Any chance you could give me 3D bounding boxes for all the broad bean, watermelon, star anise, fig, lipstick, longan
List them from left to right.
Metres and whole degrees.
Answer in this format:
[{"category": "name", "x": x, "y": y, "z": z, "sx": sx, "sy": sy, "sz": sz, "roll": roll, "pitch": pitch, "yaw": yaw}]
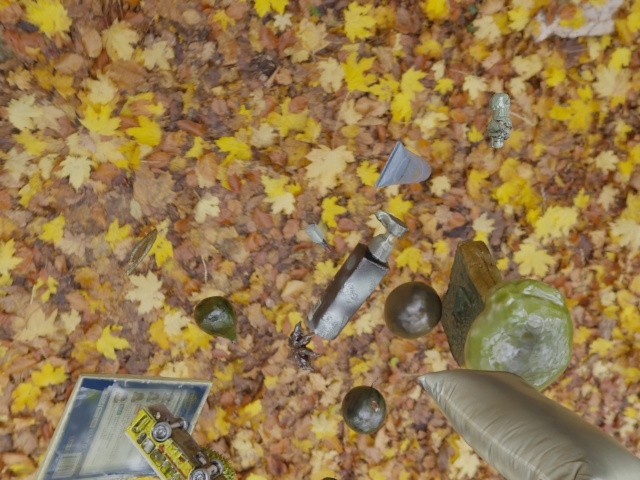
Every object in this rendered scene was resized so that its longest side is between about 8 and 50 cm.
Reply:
[{"category": "fig", "x": -0.281, "y": 0.229, "z": 1.536, "sx": 0.117, "sy": 0.117, "sz": 0.177, "roll": -41, "pitch": 137, "yaw": -11}, {"category": "star anise", "x": -0.052, "y": 0.290, "z": 1.460, "sx": 0.042, "sy": 0.141, "sz": 0.140, "roll": -11, "pitch": 105, "yaw": -34}, {"category": "lipstick", "x": 0.000, "y": 0.000, "z": 1.344, "sx": 0.107, "sy": 0.025, "sz": 0.025, "roll": 51, "pitch": 40, "yaw": -40}, {"category": "watermelon", "x": 0.104, "y": 0.375, "z": 1.246, "sx": 0.105, "sy": 0.105, "sz": 0.133, "roll": 38, "pitch": 64, "yaw": -24}, {"category": "longan", "x": 0.273, "y": 0.210, "z": 1.619, "sx": 0.168, "sy": 0.167, "sz": 0.187, "roll": 3, "pitch": 134, "yaw": -23}, {"category": "broad bean", "x": 0.409, "y": 0.205, "z": 1.121, "sx": 0.238, "sy": 0.119, "sz": 0.291, "roll": -21, "pitch": 120, "yaw": -5}]

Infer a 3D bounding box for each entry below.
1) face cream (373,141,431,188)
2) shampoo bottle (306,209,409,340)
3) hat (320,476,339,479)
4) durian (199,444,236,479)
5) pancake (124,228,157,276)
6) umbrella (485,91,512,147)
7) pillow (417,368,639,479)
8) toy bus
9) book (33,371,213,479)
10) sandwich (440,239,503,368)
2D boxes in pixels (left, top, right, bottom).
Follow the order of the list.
[{"category": "face cream", "x": 0.244, "y": -0.209, "z": 1.568, "sx": 0.086, "sy": 0.385, "sz": 0.135, "roll": 32, "pitch": 106, "yaw": 18}, {"category": "shampoo bottle", "x": 0.053, "y": 0.051, "z": 0.790, "sx": 0.064, "sy": 0.057, "sz": 0.207, "roll": 25, "pitch": 111, "yaw": -24}, {"category": "hat", "x": 0.042, "y": 0.491, "z": 0.954, "sx": 0.146, "sy": 0.067, "sz": 0.145, "roll": 28, "pitch": 49, "yaw": -38}, {"category": "durian", "x": -0.386, "y": 0.795, "z": 1.772, "sx": 0.237, "sy": 0.177, "sz": 0.200, "roll": -49, "pitch": 139, "yaw": -44}, {"category": "pancake", "x": -0.537, "y": 0.040, "z": 1.602, "sx": 0.020, "sy": 0.190, "sz": 0.184, "roll": 38, "pitch": 93, "yaw": -4}, {"category": "umbrella", "x": 0.464, "y": -0.311, "z": 1.412, "sx": 0.062, "sy": 0.067, "sz": 0.143, "roll": 1, "pitch": 93, "yaw": -52}, {"category": "pillow", "x": 0.229, "y": 0.205, "z": 0.578, "sx": 0.144, "sy": 0.254, "sz": 0.078, "roll": 1, "pitch": 102, "yaw": -21}, {"category": "toy bus", "x": -0.239, "y": 0.386, "z": 0.950, "sx": 0.226, "sy": 0.081, "sz": 0.074, "roll": 43, "pitch": 93, "yaw": 13}, {"category": "book", "x": -0.379, "y": 0.378, "z": 1.090, "sx": 0.322, "sy": 0.018, "sz": 0.228, "roll": 24, "pitch": 89, "yaw": -52}, {"category": "sandwich", "x": 0.426, "y": 0.195, "z": 1.532, "sx": 0.099, "sy": 0.271, "sz": 0.301, "roll": 2, "pitch": 131, "yaw": -5}]
